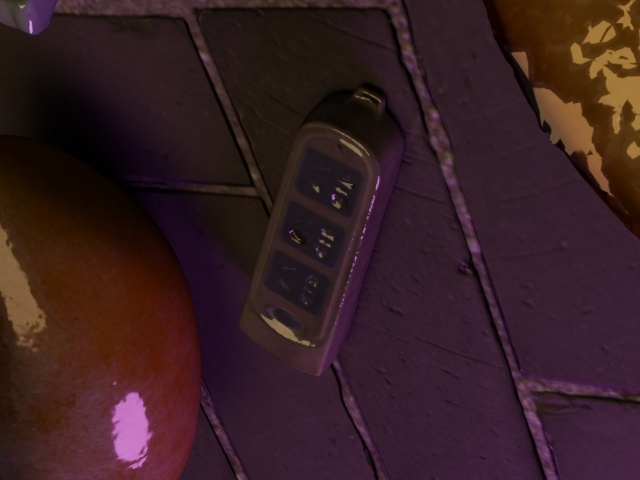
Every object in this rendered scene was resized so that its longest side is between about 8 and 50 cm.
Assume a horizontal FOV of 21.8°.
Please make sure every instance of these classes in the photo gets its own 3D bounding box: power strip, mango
[{"bbox_3d":[0.001,-0.002,1.202,0.080,0.048,0.286,29,140,8],"label":"power strip"},{"bbox_3d":[-0.209,0.070,1.310,0.221,0.199,0.384,10,134,28],"label":"mango"}]

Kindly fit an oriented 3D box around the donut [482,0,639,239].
[{"bbox_3d":[0.195,-0.118,0.755,0.110,0.303,0.303,-25,113,37],"label":"donut"}]

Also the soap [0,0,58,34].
[{"bbox_3d":[-0.288,-0.257,1.121,0.265,0.087,0.160,21,140,20],"label":"soap"}]
